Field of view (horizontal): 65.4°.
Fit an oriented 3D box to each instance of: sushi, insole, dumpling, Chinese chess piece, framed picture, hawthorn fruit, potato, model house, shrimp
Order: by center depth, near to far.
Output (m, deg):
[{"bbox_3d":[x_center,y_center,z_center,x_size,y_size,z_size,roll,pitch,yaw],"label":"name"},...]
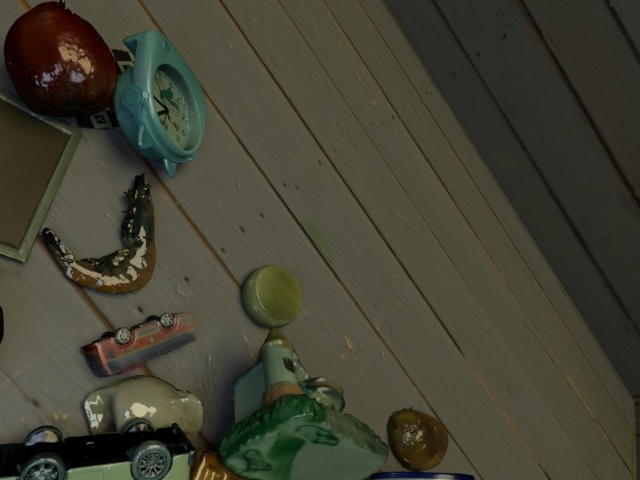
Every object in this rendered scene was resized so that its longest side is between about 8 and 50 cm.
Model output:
[{"bbox_3d":[-0.289,0.300,0.821,0.176,0.092,0.150,18,71,-45],"label":"dumpling"},{"bbox_3d":[-0.556,-0.129,0.827,0.231,0.018,0.293,30,49,-33],"label":"framed picture"},{"bbox_3d":[-0.465,-0.340,0.901,0.181,0.181,0.235,0,87,-47],"label":"hawthorn fruit"},{"bbox_3d":[-0.396,-0.033,0.918,0.198,0.051,0.262,17,60,-40],"label":"shrimp"},{"bbox_3d":[-0.047,0.288,0.969,0.267,0.194,0.325,40,17,-32],"label":"model house"},{"bbox_3d":[-0.440,-0.333,1.045,0.192,0.040,0.210,-9,75,-48],"label":"sushi"},{"bbox_3d":[-0.109,0.127,1.126,0.144,0.058,0.144,25,50,-35],"label":"Chinese chess piece"},{"bbox_3d":[0.267,0.508,1.294,0.200,0.081,0.164,26,50,-38],"label":"potato"},{"bbox_3d":[0.000,0.000,1.354,0.153,0.002,0.053,55,40,-9],"label":"insole"}]

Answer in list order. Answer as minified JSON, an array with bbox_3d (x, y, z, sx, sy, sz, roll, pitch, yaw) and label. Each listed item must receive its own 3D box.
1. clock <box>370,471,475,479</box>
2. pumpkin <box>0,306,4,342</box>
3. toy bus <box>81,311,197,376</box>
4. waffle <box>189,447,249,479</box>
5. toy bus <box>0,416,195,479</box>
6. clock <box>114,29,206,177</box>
[{"bbox_3d":[0.226,0.560,1.104,0.230,0.230,0.083,23,57,-37],"label":"clock"},{"bbox_3d":[-0.523,0.110,0.614,0.233,0.163,0.233,15,66,-36],"label":"pumpkin"},{"bbox_3d":[-0.312,0.178,0.879,0.192,0.065,0.077,-17,89,-49],"label":"toy bus"},{"bbox_3d":[-0.193,0.526,0.787,0.224,0.098,0.328,41,46,-22],"label":"waffle"},{"bbox_3d":[-0.322,0.345,0.672,0.276,0.133,0.165,4,88,-28],"label":"toy bus"},{"bbox_3d":[-0.332,-0.269,1.028,0.223,0.094,0.274,57,30,-56],"label":"clock"}]
